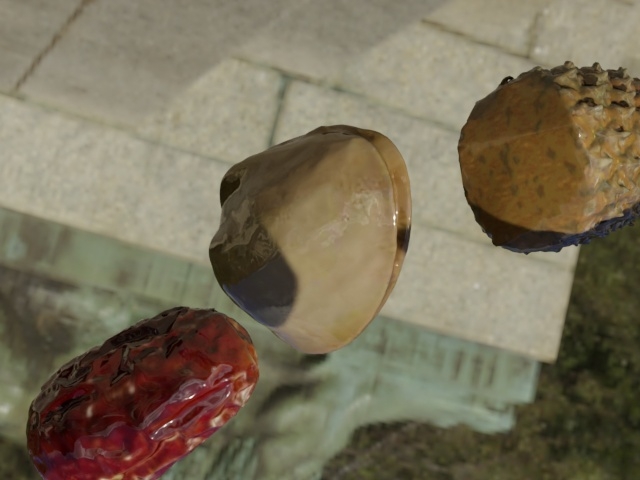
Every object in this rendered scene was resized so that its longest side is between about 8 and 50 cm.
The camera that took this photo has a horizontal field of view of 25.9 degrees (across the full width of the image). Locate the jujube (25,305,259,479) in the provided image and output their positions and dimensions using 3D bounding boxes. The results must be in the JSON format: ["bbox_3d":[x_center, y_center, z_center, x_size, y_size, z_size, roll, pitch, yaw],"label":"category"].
[{"bbox_3d":[-0.086,0.081,0.687,0.129,0.077,0.077,-30,149,20],"label":"jujube"}]

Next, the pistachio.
[{"bbox_3d":[0.000,0.000,1.370,0.163,0.213,0.260,-25,-179,-37],"label":"pistachio"}]

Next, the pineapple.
[{"bbox_3d":[0.321,-0.098,1.509,0.362,0.202,0.202,-8,-174,-42],"label":"pineapple"}]
